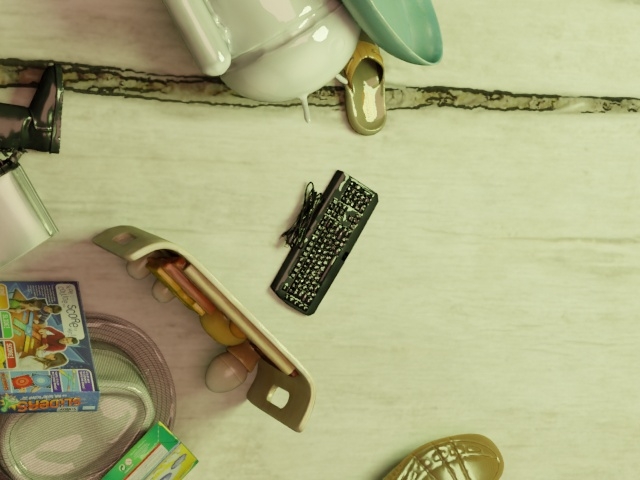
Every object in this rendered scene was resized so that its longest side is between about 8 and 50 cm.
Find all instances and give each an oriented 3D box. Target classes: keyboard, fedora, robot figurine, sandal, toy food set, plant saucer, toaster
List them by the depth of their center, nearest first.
[{"bbox_3d":[-0.408,-0.017,1.775,0.168,0.186,0.110,-34,100,-13],"label":"toaster"},{"bbox_3d":[-0.081,-0.319,1.849,0.300,0.200,0.353,-44,108,-40],"label":"robot figurine"},{"bbox_3d":[-0.150,0.106,1.854,0.092,0.220,0.306,-47,107,-9],"label":"toy food set"},{"bbox_3d":[-0.301,0.224,1.864,0.275,0.124,0.243,-17,101,-16],"label":"fedora"},{"bbox_3d":[0.055,-0.351,1.866,0.044,0.317,0.317,-27,105,20],"label":"plant saucer"},{"bbox_3d":[0.055,-0.226,1.982,0.072,0.049,0.180,-16,100,-17],"label":"sandal"},{"bbox_3d":[0.000,0.000,1.992,0.100,0.038,0.192,31,84,-18],"label":"keyboard"}]

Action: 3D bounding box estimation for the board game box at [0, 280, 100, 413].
[{"bbox_3d":[-0.347,0.125,1.808,0.136,0.201,0.035,1,128,-18],"label":"board game box"}]

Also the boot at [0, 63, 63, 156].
[{"bbox_3d":[-0.370,-0.161,1.850,0.099,0.045,0.121,3,95,-16],"label":"boot"}]

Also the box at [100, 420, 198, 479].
[{"bbox_3d":[-0.211,0.291,1.880,0.043,0.179,0.105,42,81,13],"label":"box"}]

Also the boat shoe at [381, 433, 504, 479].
[{"bbox_3d":[0.119,0.354,2.048,0.285,0.089,0.104,-24,76,-18],"label":"boat shoe"}]
